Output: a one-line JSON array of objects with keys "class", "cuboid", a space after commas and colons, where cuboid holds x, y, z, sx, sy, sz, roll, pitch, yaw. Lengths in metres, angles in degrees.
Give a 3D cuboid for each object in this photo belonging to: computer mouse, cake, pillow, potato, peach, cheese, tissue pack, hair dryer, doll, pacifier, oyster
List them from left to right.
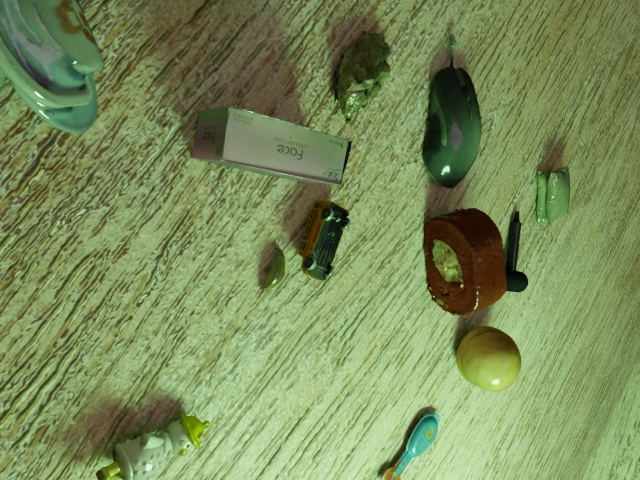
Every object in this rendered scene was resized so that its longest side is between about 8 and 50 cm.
[{"class": "pacifier", "cuboid": [-0.410, -0.259, 0.593, 0.207, 0.227, 0.279, -14, 112, 8]}, {"class": "doll", "cuboid": [-0.295, 0.377, 0.845, 0.207, 0.081, 0.129, -18, 140, -36]}, {"class": "tissue pack", "cuboid": [-0.087, -0.164, 0.847, 0.246, 0.148, 0.092, 6, 96, -35]}, {"class": "potato", "cuboid": [-0.086, 0.065, 0.961, 0.037, 0.036, 0.093, 23, 84, -34]}, {"class": "oyster", "cuboid": [0.097, -0.357, 0.991, 0.209, 0.072, 0.133, -43, 124, -24]}, {"class": "cheese", "cuboid": [0.261, 0.594, 1.330, 0.256, 0.037, 0.106, -44, 121, -20]}, {"class": "computer mouse", "cuboid": [0.343, -0.320, 1.172, 0.167, 0.090, 0.379, -12, 105, -36]}, {"class": "cake", "cuboid": [0.378, 0.059, 1.217, 0.151, 0.177, 0.283, -15, 107, -34]}, {"class": "peach", "cuboid": [0.489, 0.339, 1.360, 0.184, 0.184, 0.184, -8, 104, -35]}, {"class": "hair dryer", "cuboid": [0.584, 0.033, 1.446, 0.128, 0.070, 0.255, 5, 89, -36]}, {"class": "pillow", "cuboid": [0.762, -0.145, 1.522, 0.134, 0.078, 0.181, -15, 109, -34]}]

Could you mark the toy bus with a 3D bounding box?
[{"class": "toy bus", "cuboid": [0.000, 0.000, 0.989, 0.070, 0.074, 0.162, 26, 81, -45]}]
